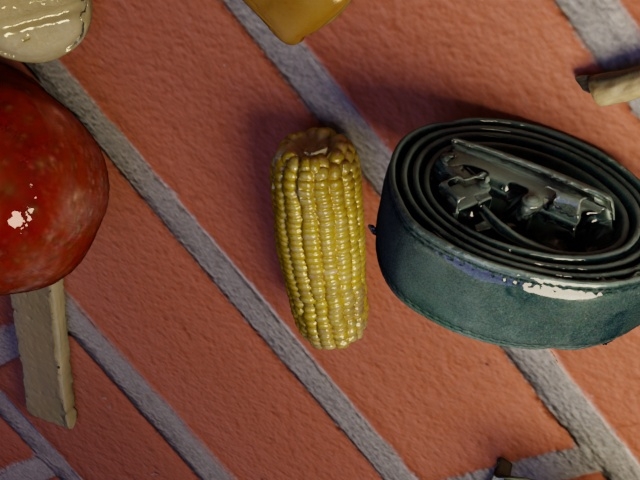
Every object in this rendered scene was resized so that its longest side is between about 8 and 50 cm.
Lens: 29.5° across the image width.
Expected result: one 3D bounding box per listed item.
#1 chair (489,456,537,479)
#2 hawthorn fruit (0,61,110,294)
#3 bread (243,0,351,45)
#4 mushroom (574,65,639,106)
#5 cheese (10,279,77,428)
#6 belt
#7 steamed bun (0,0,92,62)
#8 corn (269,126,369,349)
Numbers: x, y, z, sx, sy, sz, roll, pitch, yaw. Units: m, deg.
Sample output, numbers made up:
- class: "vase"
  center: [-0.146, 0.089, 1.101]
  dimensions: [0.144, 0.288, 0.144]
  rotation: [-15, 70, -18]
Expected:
- class: "chair"
  center: [0.243, 0.365, 1.318]
  dimensions: [0.203, 0.190, 0.274]
  rotation: [28, 107, 10]
- class: "hawthorn fruit"
  center: [-0.366, -0.069, 1.305]
  dimensions: [0.284, 0.284, 0.284]
  rotation: [18, 133, 20]
- class: "bread"
  center: [-0.048, -0.272, 1.056]
  dimensions: [0.200, 0.077, 0.116]
  rotation: [49, 143, -11]
- class: "mushroom"
  center: [0.274, -0.146, 0.960]
  dimensions: [0.187, 0.061, 0.060]
  rotation: [-26, 80, 48]
- class: "cheese"
  center: [-0.370, 0.107, 1.602]
  dimensions: [0.085, 0.034, 0.400]
  rotation: [22, 134, 16]
- class: "belt"
  center: [0.177, -0.008, 1.029]
  dimensions: [0.268, 0.206, 0.116]
  rotation: [17, 133, 8]
- class: "steamed bun"
  center: [-0.312, -0.272, 1.182]
  dimensions: [0.212, 0.231, 0.110]
  rotation: [78, 168, -52]
- class: "corn"
  center: [0.000, 0.000, 1.231]
  dimensions: [0.093, 0.093, 0.244]
  rotation: [14, 131, 23]
